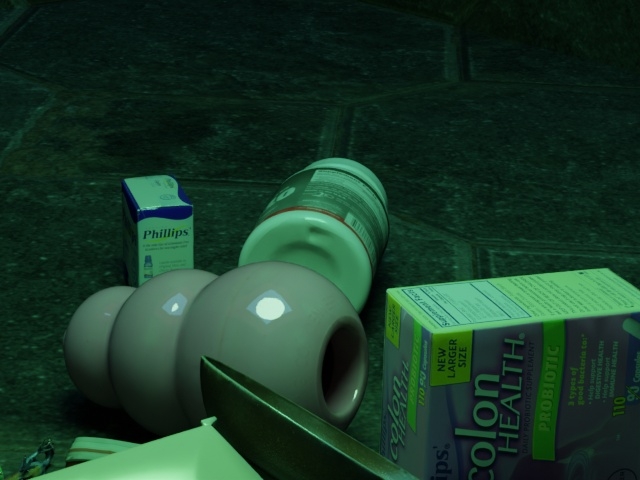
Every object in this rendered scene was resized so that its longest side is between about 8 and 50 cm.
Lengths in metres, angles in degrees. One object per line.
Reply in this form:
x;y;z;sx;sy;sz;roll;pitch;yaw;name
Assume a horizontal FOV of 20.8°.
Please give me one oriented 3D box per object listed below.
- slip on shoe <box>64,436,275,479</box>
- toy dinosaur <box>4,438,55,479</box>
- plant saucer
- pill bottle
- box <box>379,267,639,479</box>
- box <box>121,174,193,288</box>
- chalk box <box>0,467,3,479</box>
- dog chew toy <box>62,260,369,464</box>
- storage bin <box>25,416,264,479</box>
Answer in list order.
-0.100;0.239;1.509;0.331;0.101;0.123;2;-18;38;slip on shoe
-0.284;0.219;1.704;0.090;0.047;0.082;-11;3;-6;toy dinosaur
0.030;0.188;1.343;0.311;0.050;0.310;31;-4;2;plant saucer
0.000;0.000;2.170;0.161;0.161;0.283;5;19;7;pill bottle
0.190;0.153;1.675;0.243;0.213;0.117;-4;20;-18;box
-0.204;0.002;2.176;0.072;0.137;0.126;-4;20;-15;box
-0.341;0.240;1.499;0.132;0.132;0.213;-5;22;-19;chalk box
-0.121;0.119;1.788;0.332;0.206;0.206;3;18;30;dog chew toy
-0.168;0.283;1.220;0.262;0.260;0.123;-14;43;-38;storage bin
